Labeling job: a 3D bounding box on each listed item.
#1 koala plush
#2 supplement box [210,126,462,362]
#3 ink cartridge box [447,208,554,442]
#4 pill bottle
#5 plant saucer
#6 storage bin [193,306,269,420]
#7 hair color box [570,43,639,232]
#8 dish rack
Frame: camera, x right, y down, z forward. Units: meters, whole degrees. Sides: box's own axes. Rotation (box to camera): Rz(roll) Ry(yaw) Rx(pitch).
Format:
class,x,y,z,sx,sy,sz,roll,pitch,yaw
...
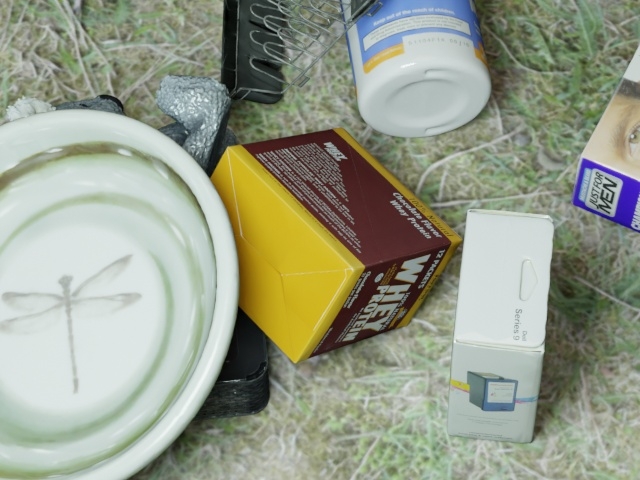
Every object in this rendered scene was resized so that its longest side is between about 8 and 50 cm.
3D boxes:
class,x,y,z,sx,sy,sz,roll,pitch,yaw
koala plush,-0.224,-0.081,1.975,0.221,0.196,0.203,18,71,6
supplement box,0.000,0.000,1.906,0.191,0.129,0.194,44,32,22
ink cartridge box,0.179,0.088,1.856,0.093,0.212,0.154,6,60,4
pill bottle,0.099,-0.266,2.098,0.152,0.152,0.272,-6,60,-3
plant saucer,-0.254,0.072,1.830,0.401,0.100,0.400,-6,70,18
storage bin,-0.146,0.115,1.916,0.180,0.084,0.122,-5,60,-4
hair color box,0.465,-0.068,2.011,0.339,0.110,0.185,23,63,15
dish rack,-0.014,-0.289,2.063,0.074,0.271,0.208,17,56,-28
